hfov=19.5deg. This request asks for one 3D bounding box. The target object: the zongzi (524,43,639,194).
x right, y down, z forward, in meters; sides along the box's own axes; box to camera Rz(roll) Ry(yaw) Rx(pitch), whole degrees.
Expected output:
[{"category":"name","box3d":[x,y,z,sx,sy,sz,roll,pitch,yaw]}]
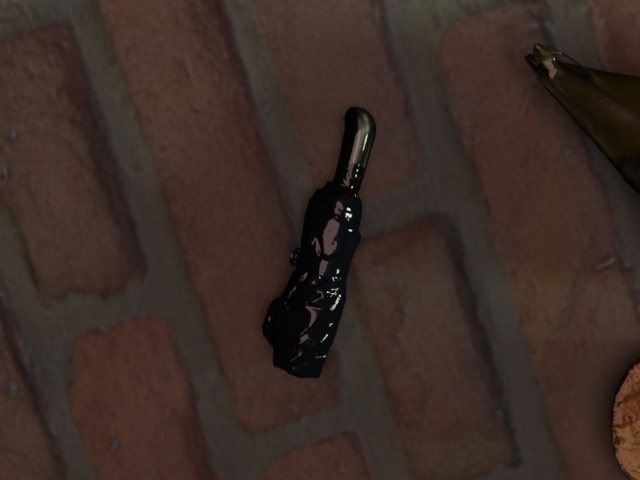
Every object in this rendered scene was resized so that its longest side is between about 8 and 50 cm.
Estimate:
[{"category":"zongzi","box3d":[0.366,-0.127,1.640,0.260,0.123,0.289,-37,90,-1]}]

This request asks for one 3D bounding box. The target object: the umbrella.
[{"category":"umbrella","box3d":[0.003,0.001,1.676,0.071,0.071,0.248,15,96,-1]}]

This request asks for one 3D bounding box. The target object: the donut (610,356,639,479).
[{"category":"donut","box3d":[0.329,0.163,1.694,0.152,0.058,0.151,0,94,0]}]
